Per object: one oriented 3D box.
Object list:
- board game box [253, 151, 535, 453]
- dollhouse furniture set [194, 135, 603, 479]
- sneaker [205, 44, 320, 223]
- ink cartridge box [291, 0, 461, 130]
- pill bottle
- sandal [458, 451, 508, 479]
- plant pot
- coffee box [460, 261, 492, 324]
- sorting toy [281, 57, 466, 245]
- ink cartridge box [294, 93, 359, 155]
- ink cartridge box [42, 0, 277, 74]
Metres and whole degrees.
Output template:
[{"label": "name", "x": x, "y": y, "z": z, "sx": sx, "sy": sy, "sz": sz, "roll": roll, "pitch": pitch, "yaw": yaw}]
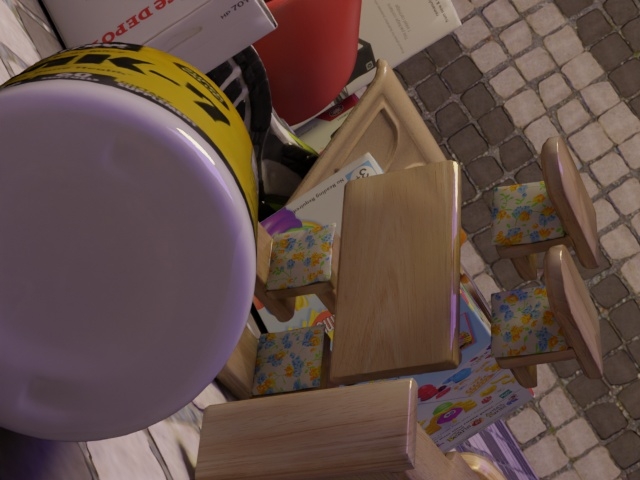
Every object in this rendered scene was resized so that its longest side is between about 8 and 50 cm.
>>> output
[{"label": "board game box", "x": 0.058, "y": 0.073, "z": 1.077, "sx": 0.142, "sy": 0.144, "sz": 0.275, "roll": 60, "pitch": 6, "yaw": 32}, {"label": "dollhouse furniture set", "x": 0.031, "y": 0.048, "z": 0.698, "sx": 0.161, "sy": 0.212, "sz": 0.242, "roll": 53, "pitch": 34, "yaw": -48}, {"label": "sneaker", "x": -0.095, "y": -0.114, "z": 1.128, "sx": 0.121, "sy": 0.111, "sz": 0.300, "roll": 47, "pitch": -7, "yaw": 41}, {"label": "ink cartridge box", "x": -0.013, "y": -0.283, "z": 1.611, "sx": 0.129, "sy": 0.307, "sz": 0.223, "roll": 55, "pitch": 6, "yaw": -43}, {"label": "pill bottle", "x": -0.083, "y": -0.014, "z": 0.494, "sx": 0.119, "sy": 0.119, "sz": 0.208, "roll": 56, "pitch": 5, "yaw": -13}, {"label": "sandal", "x": 0.206, "y": 0.334, "z": 1.376, "sx": 0.240, "sy": 0.088, "sz": 0.079, "roll": 47, "pitch": 40, "yaw": -21}, {"label": "plant pot", "x": -0.072, "y": -0.251, "z": 1.268, "sx": 0.275, "sy": 0.275, "sz": 0.243, "roll": 60, "pitch": -5, "yaw": 29}, {"label": "coffee box", "x": 0.181, "y": 0.135, "z": 1.791, "sx": 0.098, "sy": 0.141, "sz": 0.246, "roll": 55, "pitch": 5, "yaw": -20}, {"label": "sorting toy", "x": 0.048, "y": -0.009, "z": 1.227, "sx": 0.041, "sy": 0.229, "sz": 0.307, "roll": 25, "pitch": -12, "yaw": 30}, {"label": "ink cartridge box", "x": 0.027, "y": -0.090, "z": 1.592, "sx": 0.072, "sy": 0.127, "sz": 0.175, "roll": 50, "pitch": 9, "yaw": -40}, {"label": "ink cartridge box", "x": -0.140, "y": -0.208, "z": 0.964, "sx": 0.190, "sy": 0.140, "sz": 0.082, "roll": 60, "pitch": 5, "yaw": 23}]
